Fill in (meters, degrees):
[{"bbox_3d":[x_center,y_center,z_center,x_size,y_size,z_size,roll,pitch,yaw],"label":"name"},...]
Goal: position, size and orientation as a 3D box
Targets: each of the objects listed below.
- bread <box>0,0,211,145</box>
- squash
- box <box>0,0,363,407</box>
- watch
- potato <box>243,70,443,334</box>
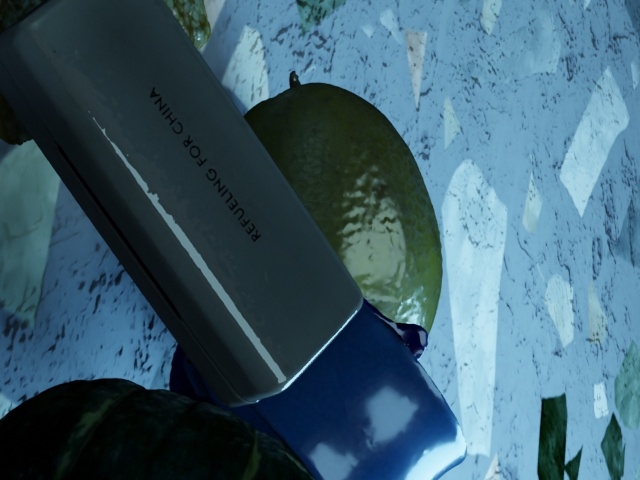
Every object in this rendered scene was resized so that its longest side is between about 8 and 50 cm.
[{"bbox_3d":[-0.171,-0.192,0.998,0.184,0.110,0.234,-38,126,-44],"label":"bread"},{"bbox_3d":[-0.101,0.192,0.997,0.165,0.252,0.252,-70,146,-40],"label":"squash"},{"bbox_3d":[-0.077,-0.031,0.945,0.243,0.055,0.103,55,50,-12],"label":"box"},{"bbox_3d":[-0.005,0.090,1.090,0.171,0.200,0.196,-48,113,-9],"label":"watch"},{"bbox_3d":[0.000,0.000,1.262,0.174,0.159,0.251,-4,88,-54],"label":"potato"}]
